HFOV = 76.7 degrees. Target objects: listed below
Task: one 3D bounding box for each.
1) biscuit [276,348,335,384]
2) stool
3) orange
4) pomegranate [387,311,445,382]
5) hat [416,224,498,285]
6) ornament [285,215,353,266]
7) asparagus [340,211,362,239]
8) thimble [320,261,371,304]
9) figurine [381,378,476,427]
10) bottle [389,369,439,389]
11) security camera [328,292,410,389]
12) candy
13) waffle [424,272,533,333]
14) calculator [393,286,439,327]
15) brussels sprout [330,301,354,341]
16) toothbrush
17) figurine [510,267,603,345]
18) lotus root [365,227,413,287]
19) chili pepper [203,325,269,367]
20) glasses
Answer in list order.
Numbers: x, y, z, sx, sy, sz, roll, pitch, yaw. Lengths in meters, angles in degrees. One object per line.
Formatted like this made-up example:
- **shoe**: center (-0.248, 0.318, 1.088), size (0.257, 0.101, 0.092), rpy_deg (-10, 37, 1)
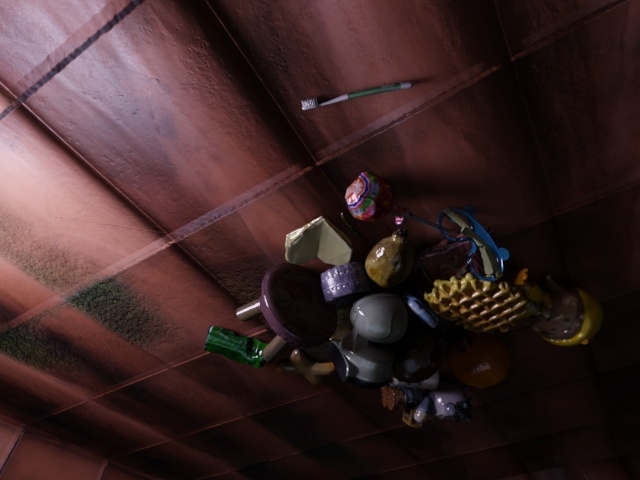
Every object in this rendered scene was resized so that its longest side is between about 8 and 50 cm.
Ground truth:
- **biscuit**: center (-0.057, 0.519, 1.641), size (0.208, 0.047, 0.164), rpy_deg (28, 126, -23)
- **stool**: center (-0.100, 0.222, 1.238), size (0.272, 0.272, 0.178), rpy_deg (32, 127, -25)
- **orange**: center (0.576, 0.430, 1.477), size (0.219, 0.193, 0.219), rpy_deg (4, 118, 7)
- **pomegranate**: center (0.304, 0.366, 1.430), size (0.242, 0.242, 0.306), rpy_deg (11, 174, -10)
- **hat**: center (0.451, 0.098, 1.241), size (0.236, 0.107, 0.286), rpy_deg (-24, 124, 21)
- **ornament**: center (0.000, 0.000, 1.190), size (0.201, 0.059, 0.180), rpy_deg (4, 130, -8)
- **asparagus**: center (0.089, -0.042, 1.178), size (0.015, 0.014, 0.114), rpy_deg (-48, 124, -6)
- **thimble**: center (0.077, 0.133, 1.243), size (0.150, 0.098, 0.150), rpy_deg (-15, 161, -5)
- **figurine**: center (0.449, 0.666, 1.664), size (0.381, 0.261, 0.186), rpy_deg (6, 91, -16)
- **bottle**: center (0.330, 0.520, 1.597), size (0.253, 0.120, 0.120), rpy_deg (5, 131, -5)
- **security camera**: center (0.161, 0.288, 1.241), size (0.191, 0.197, 0.277), rpy_deg (11, 105, -20)
- **candy**: center (0.229, -0.077, 1.108), size (0.365, 0.124, 0.124), rpy_deg (17, 129, -29)
- **waffle**: center (0.470, 0.199, 1.218), size (0.309, 0.065, 0.283), rpy_deg (2, 138, 14)
- **calculator**: center (0.301, 0.209, 1.290), size (0.121, 0.210, 0.039), rpy_deg (43, 89, -12)
- **brussels sprout**: center (0.068, 0.262, 1.373), size (0.151, 0.122, 0.149), rpy_deg (25, 101, -23)
- **toothbrush**: center (0.082, -0.333, 0.924), size (0.257, 0.018, 0.024), rpy_deg (-8, 124, 7)
- **figurine**: center (0.736, 0.214, 1.305), size (0.343, 0.187, 0.215), rpy_deg (26, 135, -14)
- **lotus root**: center (0.205, 0.053, 1.183), size (0.138, 0.138, 0.214), rpy_deg (4, 136, -4)
- **chili pepper**: center (-0.292, 0.401, 1.502), size (0.270, 0.099, 0.136), rpy_deg (16, 120, -9)
- **glasses**: center (0.394, 0.015, 1.071), size (0.102, 0.207, 0.239), rpy_deg (-40, 78, 31)
